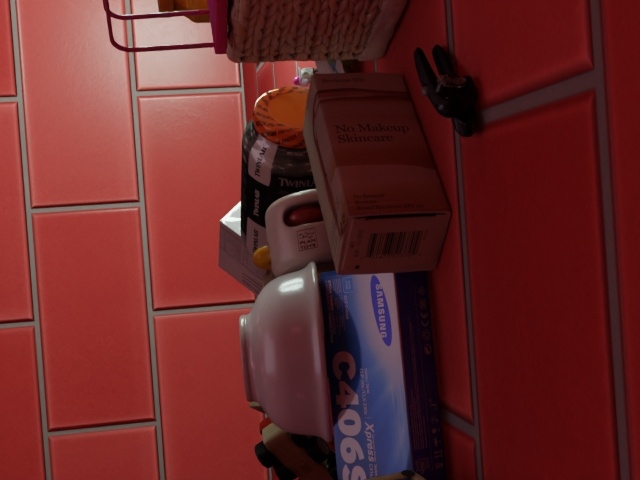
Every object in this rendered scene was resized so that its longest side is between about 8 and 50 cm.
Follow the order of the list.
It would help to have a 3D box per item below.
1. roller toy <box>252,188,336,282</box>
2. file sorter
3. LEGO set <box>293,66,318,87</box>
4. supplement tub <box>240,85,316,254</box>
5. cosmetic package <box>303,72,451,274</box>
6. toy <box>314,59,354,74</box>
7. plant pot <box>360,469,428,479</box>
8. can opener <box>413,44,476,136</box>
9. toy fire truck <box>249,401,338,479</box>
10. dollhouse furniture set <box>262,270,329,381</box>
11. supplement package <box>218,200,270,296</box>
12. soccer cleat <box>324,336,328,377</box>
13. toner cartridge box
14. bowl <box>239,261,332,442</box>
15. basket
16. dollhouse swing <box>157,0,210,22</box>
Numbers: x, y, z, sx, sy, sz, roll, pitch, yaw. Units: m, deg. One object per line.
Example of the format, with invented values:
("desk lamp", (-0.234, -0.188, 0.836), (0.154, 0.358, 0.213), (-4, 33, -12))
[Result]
("roller toy", (0.000, 0.000, 1.731), (0.191, 0.209, 0.146), (-32, 61, 56))
("file sorter", (-0.243, -0.452, 1.461), (0.202, 0.182, 0.291), (103, 160, -60))
("LEGO set", (-0.059, -0.479, 2.109), (0.132, 0.107, 0.287), (116, 148, -70))
("supplement tub", (-0.059, -0.127, 1.975), (0.207, 0.207, 0.338), (-105, 14, -45))
("cosmetic package", (0.074, -0.103, 1.420), (0.129, 0.153, 0.296), (100, 162, -47))
("toy", (0.036, -0.317, 1.800), (0.137, 0.056, 0.237), (122, 138, -67))
("plant pot", (0.086, 0.432, 1.238), (0.236, 0.236, 0.212), (28, 117, 57))
("can opener", (0.148, -0.199, 1.221), (0.186, 0.059, 0.073), (-108, 17, -51))
("toy fire truck", (-0.060, 0.432, 2.160), (0.217, 0.158, 0.246), (47, -164, -28))
("dollhouse furniture set", (0.001, 0.223, 2.229), (0.355, 0.173, 0.303), (44, -146, -67))
("supplement package", (-0.124, -0.010, 2.299), (0.149, 0.194, 0.203), (36, 149, 16))
("soccer cleat", (0.093, 0.255, 1.633), (0.143, 0.116, 0.331), (122, 143, -46))
("toner cartridge box", (0.091, 0.211, 1.461), (0.165, 0.075, 0.348), (-11, 82, 47))
("bowl", (-0.060, 0.185, 1.592), (0.298, 0.134, 0.298), (175, 90, -88))
("basket", (-0.021, -0.477, 1.477), (0.331, 0.266, 0.328), (111, 152, -71))
("dollhouse swing", (-0.152, -0.643, 1.893), (0.305, 0.346, 0.315), (99, 164, -48))
